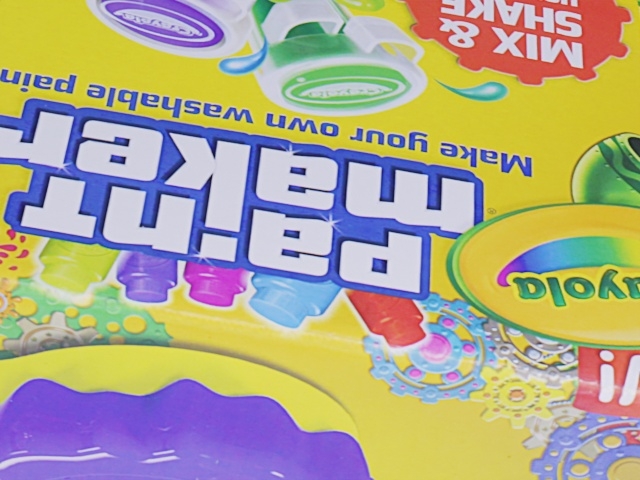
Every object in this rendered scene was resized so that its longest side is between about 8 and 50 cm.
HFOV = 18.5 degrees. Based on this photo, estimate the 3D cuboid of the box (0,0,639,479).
[{"bbox_3d":[-0.049,-0.022,0.537,0.290,0.177,0.279,10,44,-5],"label":"box"}]
